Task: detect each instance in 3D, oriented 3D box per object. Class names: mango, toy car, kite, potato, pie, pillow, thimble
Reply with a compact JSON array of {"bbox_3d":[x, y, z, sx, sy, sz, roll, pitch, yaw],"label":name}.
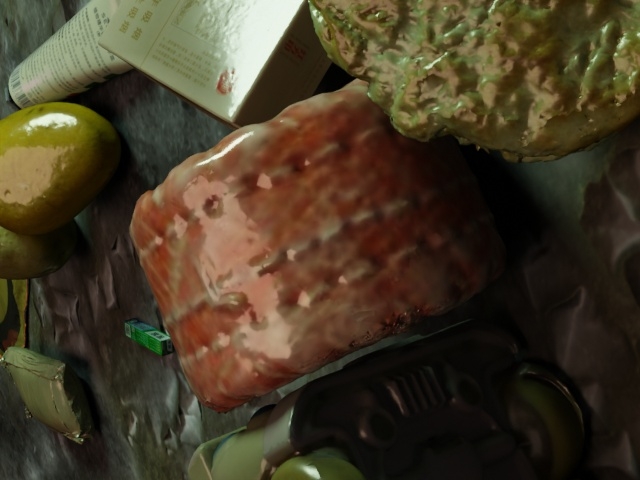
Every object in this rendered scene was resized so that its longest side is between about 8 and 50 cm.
[{"bbox_3d":[-0.299,-0.082,1.167,0.195,0.098,0.137,-16,96,23],"label":"mango"},{"bbox_3d":[0.072,0.249,0.715,0.226,0.242,0.336,-37,74,50],"label":"toy car"},{"bbox_3d":[-0.512,0.030,1.589,0.377,0.013,0.328,-23,85,55],"label":"kite"},{"bbox_3d":[-0.382,-0.023,1.297,0.194,0.157,0.157,28,128,24],"label":"potato"},{"bbox_3d":[0.094,-0.156,0.608,0.201,0.090,0.248,-33,79,18],"label":"pie"},{"bbox_3d":[-0.374,0.207,1.446,0.208,0.053,0.119,6,113,52],"label":"pillow"},{"bbox_3d":[0.000,0.000,0.717,0.239,0.239,0.162,-35,79,53],"label":"thimble"}]

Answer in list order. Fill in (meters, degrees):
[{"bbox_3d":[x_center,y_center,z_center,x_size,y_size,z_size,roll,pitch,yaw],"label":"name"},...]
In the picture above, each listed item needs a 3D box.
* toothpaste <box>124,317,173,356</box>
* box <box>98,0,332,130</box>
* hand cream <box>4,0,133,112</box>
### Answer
[{"bbox_3d":[-0.196,0.110,1.200,0.083,0.017,0.020,18,116,48],"label":"toothpaste"},{"bbox_3d":[-0.074,-0.171,0.826,0.201,0.058,0.141,32,92,42],"label":"box"},{"bbox_3d":[-0.264,-0.194,1.133,0.276,0.059,0.095,-15,95,49],"label":"hand cream"}]
